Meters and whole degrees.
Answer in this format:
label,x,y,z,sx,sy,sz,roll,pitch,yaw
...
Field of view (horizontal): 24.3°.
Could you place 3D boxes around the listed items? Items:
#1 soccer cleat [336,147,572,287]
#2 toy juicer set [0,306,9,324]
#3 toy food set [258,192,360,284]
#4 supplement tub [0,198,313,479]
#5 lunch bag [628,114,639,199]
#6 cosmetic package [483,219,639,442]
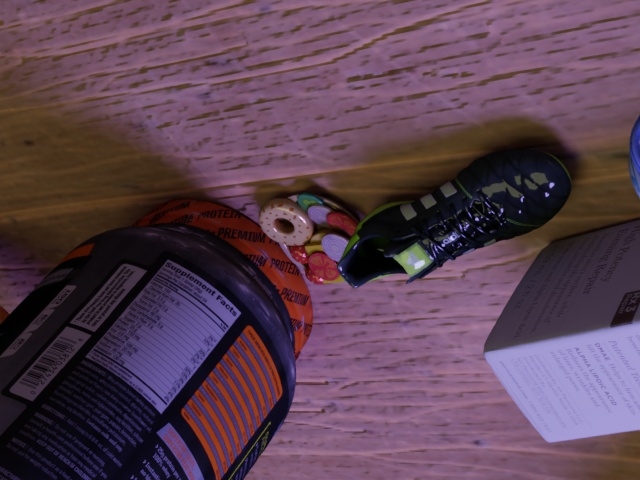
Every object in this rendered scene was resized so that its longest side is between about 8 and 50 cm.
label,x,y,z,sx,sy,sz,roll,pitch,yaw
soccer cleat,0.084,-0.008,0.952,0.179,0.072,0.060,-22,112,45
toy juicer set,-0.273,0.108,1.243,0.089,0.329,0.209,-32,128,11
toy food set,0.000,0.000,1.061,0.083,0.020,0.083,-7,122,40
supplement tub,-0.153,0.131,1.047,0.207,0.338,0.207,19,134,20
lunch bag,0.264,-0.022,0.703,0.219,0.176,0.090,48,-179,13
cosmetic package,0.221,0.040,0.865,0.231,0.117,0.085,-19,115,43
